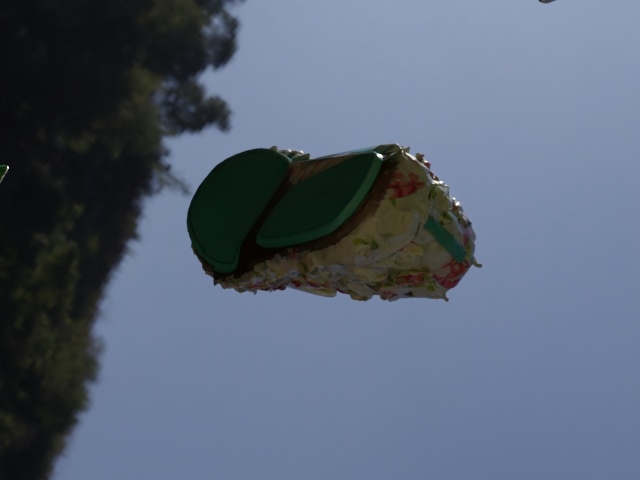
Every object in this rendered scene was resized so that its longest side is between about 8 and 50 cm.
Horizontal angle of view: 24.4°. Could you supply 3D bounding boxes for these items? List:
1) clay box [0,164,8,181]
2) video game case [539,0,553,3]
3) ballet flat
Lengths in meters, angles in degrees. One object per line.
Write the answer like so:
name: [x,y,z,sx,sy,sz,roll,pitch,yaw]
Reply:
clay box: [-0.319,-0.021,0.934,0.222,0.053,0.127,-11,-152,11]
video game case: [0.052,-0.217,0.613,0.022,0.190,0.173,-22,-138,0]
ballet flat: [0.000,0.000,0.745,0.091,0.077,0.241,-58,-159,-9]
